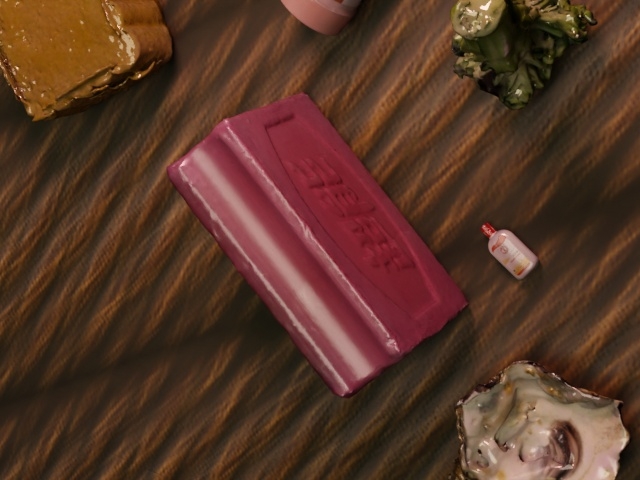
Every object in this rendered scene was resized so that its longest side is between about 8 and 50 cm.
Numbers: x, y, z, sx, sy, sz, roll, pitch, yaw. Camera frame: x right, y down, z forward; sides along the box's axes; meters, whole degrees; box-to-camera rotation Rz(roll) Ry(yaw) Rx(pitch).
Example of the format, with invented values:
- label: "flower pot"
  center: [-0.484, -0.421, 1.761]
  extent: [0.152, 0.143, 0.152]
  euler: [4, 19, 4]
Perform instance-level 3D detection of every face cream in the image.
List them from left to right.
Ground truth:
- label: "face cream"
  center: [0.234, 0.010, 1.849]
  extent: [0.083, 0.021, 0.040]
  euler: [45, 119, 9]

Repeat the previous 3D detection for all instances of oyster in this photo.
- label: "oyster"
  center: [0.276, 0.253, 1.866]
  extent: [0.223, 0.083, 0.214]
  euler: [14, 114, 17]

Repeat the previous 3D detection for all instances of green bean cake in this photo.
- label: "green bean cake"
  center: [-0.328, -0.293, 1.983]
  extent: [0.224, 0.131, 0.229]
  euler: [-25, 90, 28]

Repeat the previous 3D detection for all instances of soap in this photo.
- label: "soap"
  center: [0.000, 0.000, 1.844]
  extent: [0.128, 0.233, 0.359]
  euler: [-40, 85, 29]

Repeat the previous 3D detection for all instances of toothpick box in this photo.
- label: "toothpick box"
  center: [0.027, -0.337, 1.806]
  extent: [0.098, 0.098, 0.149]
  euler: [45, 119, 9]

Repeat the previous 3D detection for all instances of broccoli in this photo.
- label: "broccoli"
  center: [0.197, -0.239, 1.636]
  extent: [0.145, 0.304, 0.165]
  euler: [45, 103, 9]
